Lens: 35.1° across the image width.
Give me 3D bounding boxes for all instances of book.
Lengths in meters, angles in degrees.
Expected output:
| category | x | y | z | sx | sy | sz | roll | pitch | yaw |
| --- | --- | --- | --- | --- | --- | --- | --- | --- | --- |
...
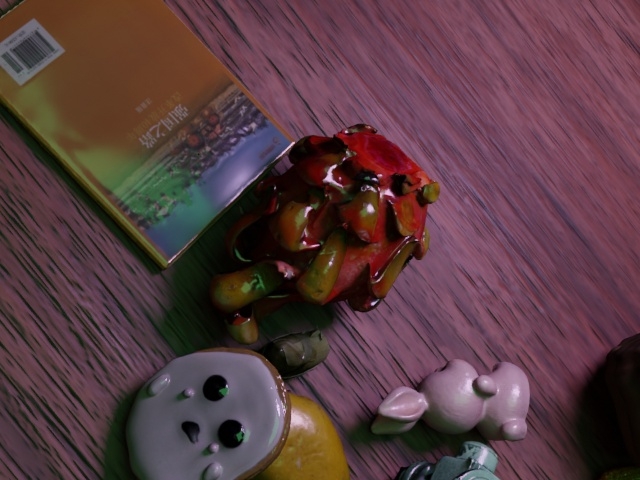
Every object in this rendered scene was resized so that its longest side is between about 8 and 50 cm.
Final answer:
| category | x | y | z | sx | sy | sz | roll | pitch | yaw |
| --- | --- | --- | --- | --- | --- | --- | --- | --- | --- |
| book | -0.242 | -0.180 | 1.316 | 0.374 | 0.028 | 0.262 | 47 | 63 | -5 |

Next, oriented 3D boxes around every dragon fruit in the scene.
| category | x | y | z | sx | sy | sz | roll | pitch | yaw |
| --- | --- | --- | --- | --- | --- | --- | --- | --- | --- |
| dragon fruit | 0.001 | -0.017 | 1.274 | 0.307 | 0.227 | 0.243 | -9 | 113 | -27 |

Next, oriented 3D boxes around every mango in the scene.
| category | x | y | z | sx | sy | sz | roll | pitch | yaw |
| --- | --- | --- | --- | --- | --- | --- | --- | --- | --- |
| mango | -0.035 | 0.274 | 1.245 | 0.137 | 0.098 | 0.195 | -25 | 93 | -31 |

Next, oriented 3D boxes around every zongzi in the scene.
| category | x | y | z | sx | sy | sz | roll | pitch | yaw |
| --- | --- | --- | --- | --- | --- | --- | --- | --- | --- |
| zongzi | -0.022 | 0.137 | 1.273 | 0.109 | 0.119 | 0.055 | -18 | 79 | -27 |

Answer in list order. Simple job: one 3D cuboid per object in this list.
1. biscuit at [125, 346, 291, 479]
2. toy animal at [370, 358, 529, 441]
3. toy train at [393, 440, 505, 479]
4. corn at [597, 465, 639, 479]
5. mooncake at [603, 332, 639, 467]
| category | x | y | z | sx | sy | sz | roll | pitch | yaw |
| --- | --- | --- | --- | --- | --- | --- | --- | --- | --- |
| biscuit | -0.136 | 0.214 | 1.186 | 0.208 | 0.049 | 0.181 | -37 | 67 | 0 |
| toy animal | 0.171 | 0.206 | 1.347 | 0.212 | 0.124 | 0.124 | 10 | 72 | -15 |
| toy train | 0.166 | 0.442 | 1.264 | 0.237 | 0.150 | 0.369 | 41 | 64 | -18 |
| corn | 0.491 | 0.355 | 1.468 | 0.207 | 0.068 | 0.068 | 2 | 75 | -22 |
| mooncake | 0.558 | 0.188 | 1.409 | 0.324 | 0.324 | 0.187 | -16 | 79 | -27 |
